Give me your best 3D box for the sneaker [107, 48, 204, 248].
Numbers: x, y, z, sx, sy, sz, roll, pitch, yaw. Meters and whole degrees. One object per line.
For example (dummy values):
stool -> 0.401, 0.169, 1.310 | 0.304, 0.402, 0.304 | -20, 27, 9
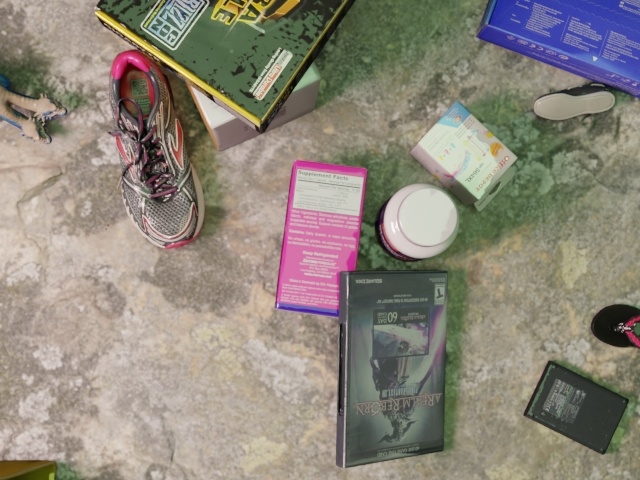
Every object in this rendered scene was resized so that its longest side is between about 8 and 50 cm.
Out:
sneaker -> -0.255, -0.132, 1.395 | 0.121, 0.112, 0.299 | -17, 88, -4

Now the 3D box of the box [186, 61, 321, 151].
box -> -0.149, -0.329, 1.361 | 0.168, 0.215, 0.345 | -25, 87, -4

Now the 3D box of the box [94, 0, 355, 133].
box -> -0.091, -0.341, 1.220 | 0.257, 0.079, 0.322 | 35, 86, 1

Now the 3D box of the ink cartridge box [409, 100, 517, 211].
ink cartridge box -> 0.221, -0.123, 1.430 | 0.143, 0.090, 0.092 | 42, 85, 1

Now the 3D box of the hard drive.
hard drive -> 0.391, 0.255, 1.449 | 0.135, 0.022, 0.094 | 27, 85, -1

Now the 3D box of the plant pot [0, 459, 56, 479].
plant pot -> -0.510, 0.409, 1.311 | 0.187, 0.212, 0.212 | 7, 86, 11

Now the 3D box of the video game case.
video game case -> 0.106, 0.180, 1.378 | 0.196, 0.026, 0.274 | 1, 90, -37

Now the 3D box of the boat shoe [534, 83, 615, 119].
boat shoe -> 0.391, -0.219, 1.472 | 0.125, 0.038, 0.046 | -9, 129, 2

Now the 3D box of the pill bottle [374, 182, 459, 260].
pill bottle -> 0.140, -0.026, 1.368 | 0.108, 0.193, 0.108 | 0, 86, -3

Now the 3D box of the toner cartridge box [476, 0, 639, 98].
toner cartridge box -> 0.434, -0.337, 1.463 | 0.348, 0.075, 0.165 | 20, 85, -2

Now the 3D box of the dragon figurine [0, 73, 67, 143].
dragon figurine -> -0.517, -0.223, 1.399 | 0.289, 0.144, 0.085 | 22, 87, 18

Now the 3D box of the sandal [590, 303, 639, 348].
sandal -> 0.505, 0.141, 1.453 | 0.179, 0.040, 0.067 | 14, 86, -2

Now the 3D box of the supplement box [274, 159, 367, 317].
supplement box -> 0.000, 0.000, 1.400 | 0.114, 0.111, 0.220 | 8, 85, -3
